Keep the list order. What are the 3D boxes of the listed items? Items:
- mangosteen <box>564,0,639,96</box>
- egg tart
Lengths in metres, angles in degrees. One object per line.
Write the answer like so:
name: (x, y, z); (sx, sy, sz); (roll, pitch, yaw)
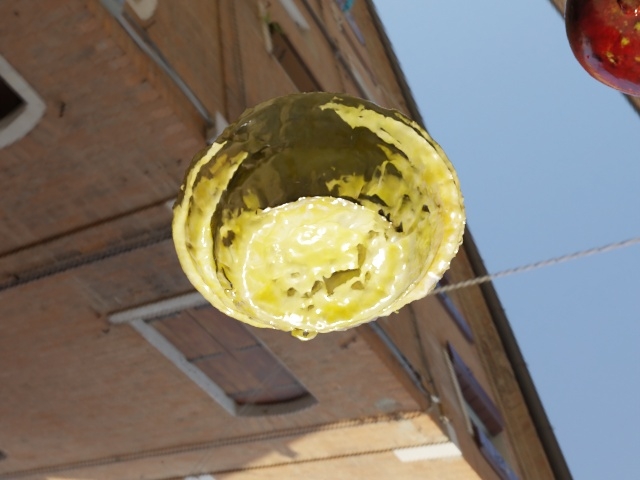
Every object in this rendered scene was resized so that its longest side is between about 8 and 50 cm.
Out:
mangosteen: (0.407, -0.272, 0.987); (0.215, 0.257, 0.215); (3, -83, 28)
egg tart: (0.000, 0.000, 0.809); (0.290, 0.290, 0.115); (-26, -147, 16)
